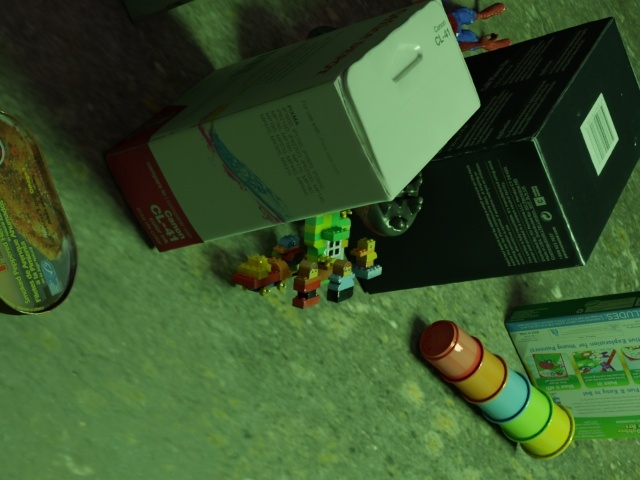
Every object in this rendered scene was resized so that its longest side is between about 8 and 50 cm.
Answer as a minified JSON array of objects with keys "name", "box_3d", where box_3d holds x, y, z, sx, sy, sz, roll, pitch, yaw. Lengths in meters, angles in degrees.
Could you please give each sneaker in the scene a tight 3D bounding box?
[{"name":"sneaker","box_3d":[0.026,-0.111,1.299,0.098,0.135,0.276,1,58,-44]}]

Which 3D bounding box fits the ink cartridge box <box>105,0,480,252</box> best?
[{"name":"ink cartridge box","box_3d":[-0.028,-0.114,1.114,0.226,0.306,0.131,-46,118,-46]}]

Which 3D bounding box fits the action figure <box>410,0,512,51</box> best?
[{"name":"action figure","box_3d":[0.231,-0.329,1.650,0.280,0.139,0.091,-15,93,-50]}]

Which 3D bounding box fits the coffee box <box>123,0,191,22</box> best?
[{"name":"coffee box","box_3d":[-0.104,-0.337,1.202,0.246,0.141,0.098,-44,118,-47]}]

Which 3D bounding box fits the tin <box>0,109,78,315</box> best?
[{"name":"tin","box_3d":[-0.283,-0.023,0.986,0.106,0.040,0.189,-33,109,-55]}]

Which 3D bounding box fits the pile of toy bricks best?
[{"name":"pile of toy bricks","box_3d":[0.000,0.000,1.270,0.212,0.118,0.105,-18,116,-54]}]

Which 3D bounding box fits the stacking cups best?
[{"name":"stacking cups","box_3d":[0.259,0.210,1.593,0.316,0.096,0.096,43,51,-39]}]

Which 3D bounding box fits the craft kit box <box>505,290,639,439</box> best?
[{"name":"craft kit box","box_3d":[0.448,0.199,1.717,0.061,0.250,0.246,-48,121,-48]}]

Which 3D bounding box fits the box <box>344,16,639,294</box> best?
[{"name":"box","box_3d":[0.221,-0.110,1.436,0.343,0.312,0.179,-50,121,-45]}]
